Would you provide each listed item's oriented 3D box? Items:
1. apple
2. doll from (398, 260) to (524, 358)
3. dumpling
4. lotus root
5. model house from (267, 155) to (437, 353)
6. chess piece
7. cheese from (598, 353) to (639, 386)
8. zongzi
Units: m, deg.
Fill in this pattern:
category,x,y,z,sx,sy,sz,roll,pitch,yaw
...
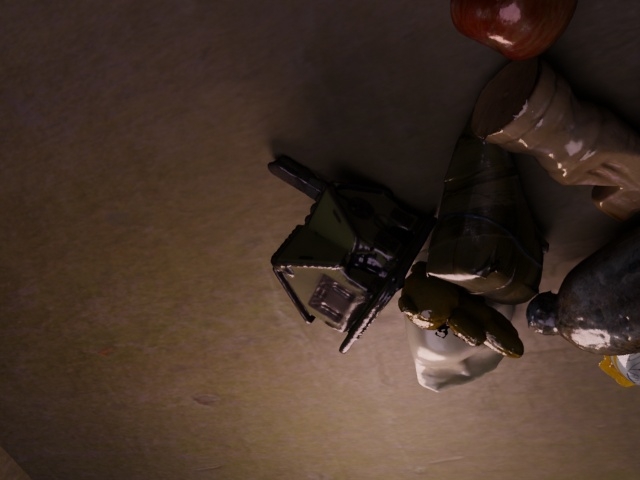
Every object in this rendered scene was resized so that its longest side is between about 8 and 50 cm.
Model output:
category,x,y,z,sx,sy,sz,roll,pitch,yaw
apple,0.234,-0.291,1.036,0.146,0.146,0.131,28,106,0
doll,0.209,0.120,1.300,0.209,0.137,0.097,32,123,-5
dumpling,0.227,0.123,1.408,0.179,0.131,0.252,-7,103,6
lotus root,0.456,0.071,1.217,0.175,0.175,0.349,45,136,-15
model house,0.000,0.000,1.335,0.278,0.218,0.205,33,133,2
chess piece,0.355,-0.124,1.140,0.300,0.137,0.137,27,134,-18
cheese,0.545,0.152,1.307,0.177,0.069,0.270,39,132,-10
zongzi,0.262,-0.053,1.258,0.125,0.275,0.250,3,167,32
